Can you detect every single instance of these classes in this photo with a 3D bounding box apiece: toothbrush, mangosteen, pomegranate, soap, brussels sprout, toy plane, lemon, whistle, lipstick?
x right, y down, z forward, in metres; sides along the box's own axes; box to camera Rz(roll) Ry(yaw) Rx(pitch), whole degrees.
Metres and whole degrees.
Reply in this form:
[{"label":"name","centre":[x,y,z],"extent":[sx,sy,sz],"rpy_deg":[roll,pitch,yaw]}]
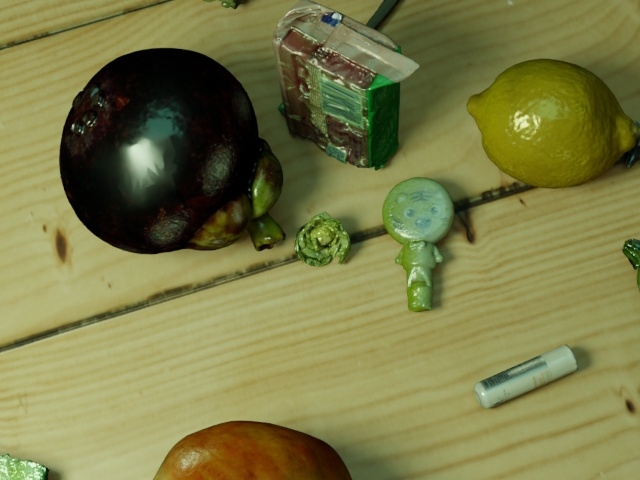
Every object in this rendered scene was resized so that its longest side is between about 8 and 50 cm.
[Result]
[{"label":"toothbrush","centre":[0.090,-0.348,1.679],"extent":[0.030,0.030,0.297],"rpy_deg":[25,68,28]},{"label":"mangosteen","centre":[-0.200,-0.123,1.475],"extent":[0.313,0.297,0.297],"rpy_deg":[-6,63,-35]},{"label":"pomegranate","centre":[-0.089,0.331,1.297],"extent":[0.252,0.270,0.229],"rpy_deg":[-6,105,-31]},{"label":"soap","centre":[0.030,-0.207,1.489],"extent":[0.218,0.273,0.098],"rpy_deg":[32,74,15]},{"label":"brussels sprout","centre":[0.000,0.000,1.525],"extent":[0.085,0.058,0.085],"rpy_deg":[-1,100,-5]},{"label":"toy plane","centre":[0.468,-0.137,1.569],"extent":[0.078,0.031,0.083],"rpy_deg":[25,71,13]},{"label":"lemon","centre":[0.326,-0.164,1.508],"extent":[0.244,0.187,0.187],"rpy_deg":[11,68,2]},{"label":"whistle","centre":[0.142,0.006,1.519],"extent":[0.104,0.057,0.198],"rpy_deg":[-5,74,12]},{"label":"lipstick","centre":[0.277,0.185,1.439],"extent":[0.141,0.040,0.040],"rpy_deg":[-22,68,-5]}]

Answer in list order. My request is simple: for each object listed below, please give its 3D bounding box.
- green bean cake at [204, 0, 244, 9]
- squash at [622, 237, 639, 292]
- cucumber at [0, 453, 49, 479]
[{"label":"green bean cake","centre":[-0.050,-0.481,1.639],"extent":[0.310,0.285,0.202],"rpy_deg":[8,41,-18]},{"label":"squash","centre":[0.482,0.139,1.431],"extent":[0.080,0.071,0.318],"rpy_deg":[-8,67,1]},{"label":"cucumber","centre":[-0.419,0.397,1.372],"extent":[0.115,0.063,0.244],"rpy_deg":[5,67,-4]}]
